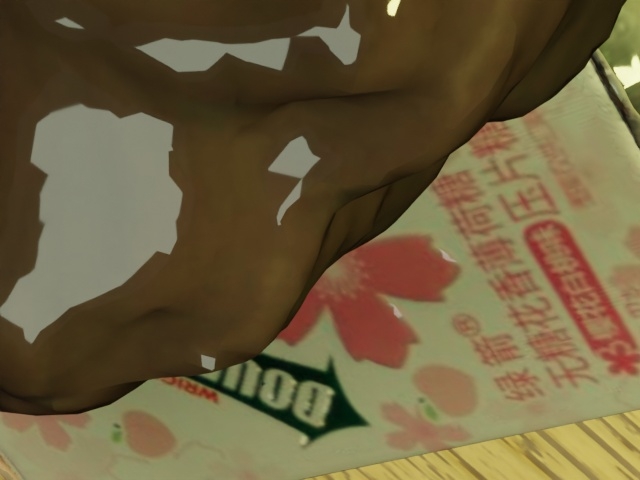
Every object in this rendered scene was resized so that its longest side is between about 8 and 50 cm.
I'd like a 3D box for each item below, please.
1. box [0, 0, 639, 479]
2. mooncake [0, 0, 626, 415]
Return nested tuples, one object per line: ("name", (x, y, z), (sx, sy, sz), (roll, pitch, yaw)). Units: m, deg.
("box", (0.000, 0.000, 0.780), (0.369, 0.112, 0.190), (-17, 120, 36))
("mooncake", (-0.090, -0.134, 0.565), (0.381, 0.212, 0.351), (9, 107, 18))
